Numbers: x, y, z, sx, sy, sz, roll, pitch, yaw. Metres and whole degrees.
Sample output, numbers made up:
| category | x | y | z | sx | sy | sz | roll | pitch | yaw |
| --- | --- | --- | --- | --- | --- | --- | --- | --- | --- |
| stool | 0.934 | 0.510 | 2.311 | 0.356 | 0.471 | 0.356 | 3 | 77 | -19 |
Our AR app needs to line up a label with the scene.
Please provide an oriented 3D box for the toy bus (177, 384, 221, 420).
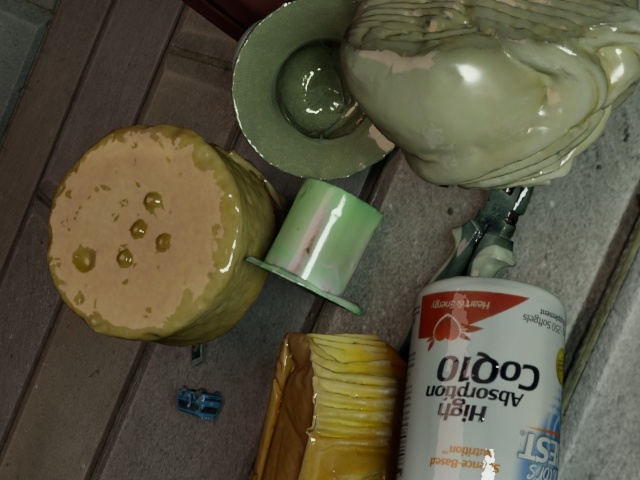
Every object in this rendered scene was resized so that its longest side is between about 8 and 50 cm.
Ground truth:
| category | x | y | z | sx | sy | sz | roll | pitch | yaw |
| --- | --- | --- | --- | --- | --- | --- | --- | --- | --- |
| toy bus | -0.190 | 0.253 | 1.505 | 0.083 | 0.038 | 0.046 | 0 | 78 | 55 |

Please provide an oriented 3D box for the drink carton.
| category | x | y | z | sx | sy | sz | roll | pitch | yaw |
| --- | --- | --- | --- | --- | --- | --- | --- | --- | --- |
| drink carton | 0.000 | 0.000 | 1.297 | 0.146 | 0.144 | 0.142 | 23 | 86 | 55 |

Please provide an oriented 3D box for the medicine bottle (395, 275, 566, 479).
| category | x | y | z | sx | sy | sz | roll | pitch | yaw |
| --- | --- | --- | --- | --- | --- | --- | --- | --- | --- |
| medicine bottle | 0.159 | 0.192 | 0.960 | 0.157 | 0.157 | 0.289 | -15 | 61 | 50 |

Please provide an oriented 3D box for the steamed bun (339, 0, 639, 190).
| category | x | y | z | sx | sy | sz | roll | pitch | yaw |
| --- | --- | --- | --- | --- | --- | --- | --- | --- | --- |
| steamed bun | 0.188 | -0.178 | 1.035 | 0.309 | 0.219 | 0.324 | -4 | 33 | 14 |

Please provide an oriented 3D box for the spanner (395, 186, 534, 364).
| category | x | y | z | sx | sy | sz | roll | pitch | yaw |
| --- | --- | --- | --- | --- | --- | --- | --- | --- | --- |
| spanner | 0.173 | 0.035 | 1.124 | 0.095 | 0.040 | 0.325 | 41 | 108 | 53 |

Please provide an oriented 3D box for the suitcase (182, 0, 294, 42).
| category | x | y | z | sx | sy | sz | roll | pitch | yaw |
| --- | --- | --- | --- | --- | --- | --- | --- | --- | --- |
| suitcase | -0.140 | -0.452 | 1.575 | 0.236 | 0.297 | 0.161 | 13 | 74 | 56 |

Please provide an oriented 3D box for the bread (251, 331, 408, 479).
| category | x | y | z | sx | sy | sz | roll | pitch | yaw |
| --- | --- | --- | --- | --- | --- | --- | --- | --- | --- |
| bread | 0.020 | 0.247 | 1.107 | 0.204 | 0.156 | 0.288 | 179 | 99 | -70 |

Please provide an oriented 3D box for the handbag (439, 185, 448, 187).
| category | x | y | z | sx | sy | sz | roll | pitch | yaw |
| --- | --- | --- | --- | --- | --- | --- | --- | --- | --- |
| handbag | 0.165 | -0.124 | 1.209 | 0.111 | 0.047 | 0.072 | -57 | 31 | 17 |

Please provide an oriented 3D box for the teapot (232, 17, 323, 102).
| category | x | y | z | sx | sy | sz | roll | pitch | yaw |
| --- | --- | --- | --- | --- | --- | --- | --- | --- | --- |
| teapot | -0.049 | -0.274 | 1.509 | 0.232 | 0.159 | 0.159 | -42 | 40 | 10 |

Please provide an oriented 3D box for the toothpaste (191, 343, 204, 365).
| category | x | y | z | sx | sy | sz | roll | pitch | yaw |
| --- | --- | --- | --- | --- | --- | --- | --- | --- | --- |
| toothpaste | -0.200 | 0.137 | 1.596 | 0.037 | 0.021 | 0.140 | -29 | 54 | 49 |

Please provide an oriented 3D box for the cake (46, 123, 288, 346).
| category | x | y | z | sx | sy | sz | roll | pitch | yaw |
| --- | --- | --- | --- | --- | --- | --- | --- | --- | --- |
| cake | -0.205 | 0.004 | 1.470 | 0.332 | 0.321 | 0.332 | -3 | 82 | 19 |

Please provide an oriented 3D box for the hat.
| category | x | y | z | sx | sy | sz | roll | pitch | yaw |
| --- | --- | --- | --- | --- | --- | --- | --- | --- | --- |
| hat | 0.008 | -0.217 | 1.376 | 0.257 | 0.257 | 0.130 | -62 | 2 | 10 |
